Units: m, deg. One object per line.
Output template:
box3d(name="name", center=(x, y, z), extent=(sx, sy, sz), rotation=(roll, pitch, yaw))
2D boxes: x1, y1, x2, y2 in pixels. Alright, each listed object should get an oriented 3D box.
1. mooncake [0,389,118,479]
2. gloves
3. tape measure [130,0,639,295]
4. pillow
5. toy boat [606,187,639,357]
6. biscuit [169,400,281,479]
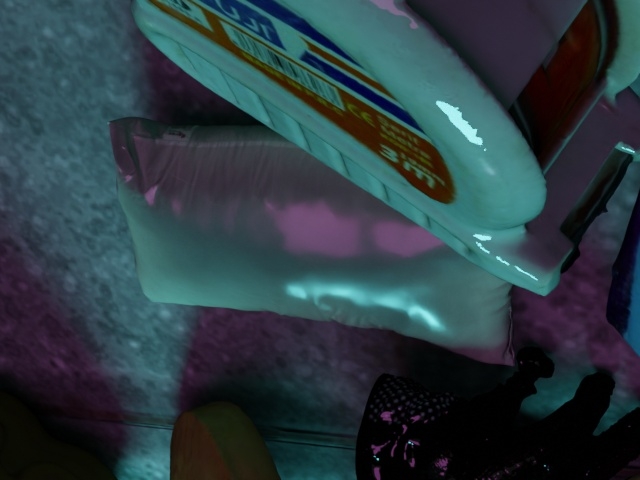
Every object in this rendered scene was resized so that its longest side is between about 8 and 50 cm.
box3d(name="mooncake", center=(-0.263, 0.224, 0.783), extent=(0.235, 0.235, 0.117), rotation=(34, 128, -2))
box3d(name="gloves", center=(0.122, 0.140, 0.647), extent=(0.181, 0.106, 0.129), rotation=(8, 122, 22))
box3d(name="tape measure", center=(0.026, -0.106, 0.453), extent=(0.243, 0.125, 0.246), rotation=(32, 169, 19))
box3d(name="pillow", center=(0.001, 0.001, 0.621), extent=(0.254, 0.078, 0.144), rotation=(8, 124, 15))
box3d(name="toy boat", center=(0.212, -0.068, 0.478), extent=(0.079, 0.136, 0.392), rotation=(40, 138, 32))
box3d(name="biscuit", center=(-0.053, 0.288, 0.720), extent=(0.275, 0.052, 0.354), rotation=(-179, 80, -68))
